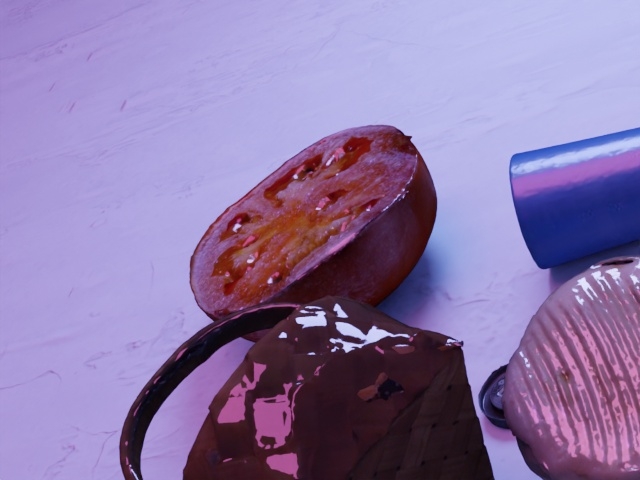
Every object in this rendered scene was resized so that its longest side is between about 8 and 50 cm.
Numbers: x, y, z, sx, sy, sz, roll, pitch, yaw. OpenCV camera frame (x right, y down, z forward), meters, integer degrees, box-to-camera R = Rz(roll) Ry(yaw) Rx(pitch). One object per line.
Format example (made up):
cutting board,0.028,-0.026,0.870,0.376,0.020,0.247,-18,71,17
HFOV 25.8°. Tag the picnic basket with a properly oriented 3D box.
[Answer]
picnic basket,-0.035,0.183,1.272,0.337,0.337,0.293,11,50,50

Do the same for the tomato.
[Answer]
tomato,0.007,0.010,1.681,0.338,0.143,0.338,-27,27,15

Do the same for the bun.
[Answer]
bun,0.288,0.130,1.246,0.239,0.141,0.239,-16,59,28

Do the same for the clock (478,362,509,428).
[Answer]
clock,0.201,0.155,1.417,0.085,0.017,0.085,-23,33,16

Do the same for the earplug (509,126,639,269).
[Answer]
earplug,0.351,-0.065,1.489,0.273,0.132,0.132,-15,35,22
